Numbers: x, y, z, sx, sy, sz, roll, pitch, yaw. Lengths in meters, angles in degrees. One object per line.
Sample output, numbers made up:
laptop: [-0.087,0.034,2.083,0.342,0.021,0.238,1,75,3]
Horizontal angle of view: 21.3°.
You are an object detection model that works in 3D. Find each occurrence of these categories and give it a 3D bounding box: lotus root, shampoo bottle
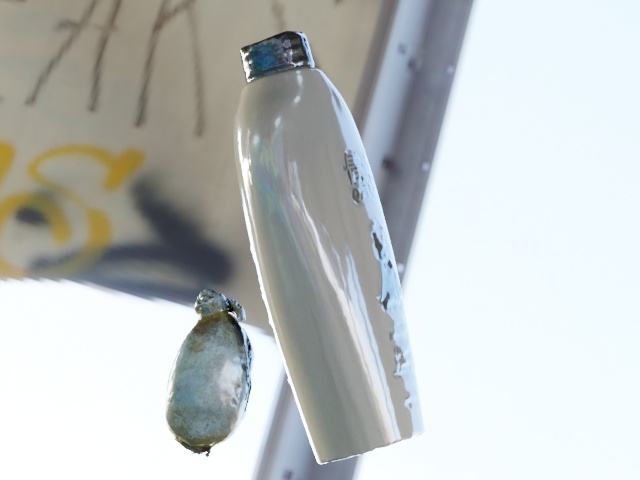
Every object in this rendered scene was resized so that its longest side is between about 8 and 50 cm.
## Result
lotus root: [-0.106,0.131,1.670,0.088,0.165,0.088,12,-6,1]
shampoo bottle: [0.000,0.000,1.025,0.078,0.257,0.127,-17,-3,25]
